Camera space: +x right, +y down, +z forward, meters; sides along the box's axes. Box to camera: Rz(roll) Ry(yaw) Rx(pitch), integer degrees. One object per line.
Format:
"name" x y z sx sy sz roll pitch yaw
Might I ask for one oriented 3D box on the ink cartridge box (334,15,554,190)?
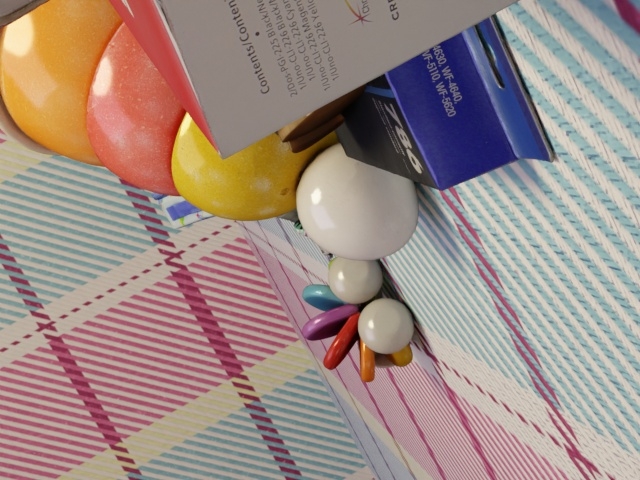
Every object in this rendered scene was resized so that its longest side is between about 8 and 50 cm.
"ink cartridge box" 0.052 -0.132 0.806 0.165 0.065 0.332 64 171 -14

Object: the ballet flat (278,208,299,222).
"ballet flat" -0.079 -0.104 1.746 0.068 0.072 0.213 25 -155 -46

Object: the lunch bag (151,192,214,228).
"lunch bag" -0.149 -0.094 1.621 0.219 0.176 0.090 -15 108 54

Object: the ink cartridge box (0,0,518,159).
"ink cartridge box" -0.074 -0.197 0.605 0.309 0.271 0.130 54 169 46

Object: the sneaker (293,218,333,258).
"sneaker" 0.000 0.000 1.653 0.098 0.038 0.069 23 149 54

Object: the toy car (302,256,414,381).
"toy car" 0.043 0.112 1.455 0.182 0.136 0.159 58 172 17

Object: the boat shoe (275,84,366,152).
"boat shoe" -0.017 -0.115 0.805 0.073 0.073 0.207 60 172 -1

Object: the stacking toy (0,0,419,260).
"stacking toy" -0.096 -0.132 1.101 0.480 0.350 0.351 40 164 25
